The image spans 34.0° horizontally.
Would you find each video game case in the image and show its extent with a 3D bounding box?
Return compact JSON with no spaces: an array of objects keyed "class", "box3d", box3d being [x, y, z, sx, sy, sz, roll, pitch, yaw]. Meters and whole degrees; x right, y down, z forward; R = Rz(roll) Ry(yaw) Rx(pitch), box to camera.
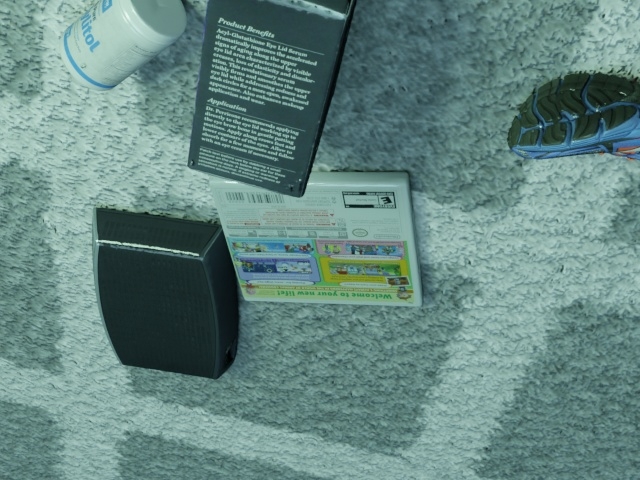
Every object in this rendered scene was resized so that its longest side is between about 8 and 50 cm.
[{"class":"video game case","box3d":[0.000,0.000,1.146,0.212,0.023,0.193,1,136,13]}]

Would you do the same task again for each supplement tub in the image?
[{"class":"supplement tub","box3d":[-0.182,-0.189,0.956,0.107,0.071,0.071,-29,123,36]}]

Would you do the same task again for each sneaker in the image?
[{"class":"sneaker","box3d":[0.275,-0.098,0.926,0.221,0.083,0.087,-6,140,24]}]

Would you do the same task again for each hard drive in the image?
[{"class":"hard drive","box3d":[-0.187,0.073,1.250,0.172,0.054,0.254,8,138,6]}]

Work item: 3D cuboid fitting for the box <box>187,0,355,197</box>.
[{"class":"box","box3d":[-0.034,-0.166,0.881,0.108,0.153,0.207,15,137,0]}]
